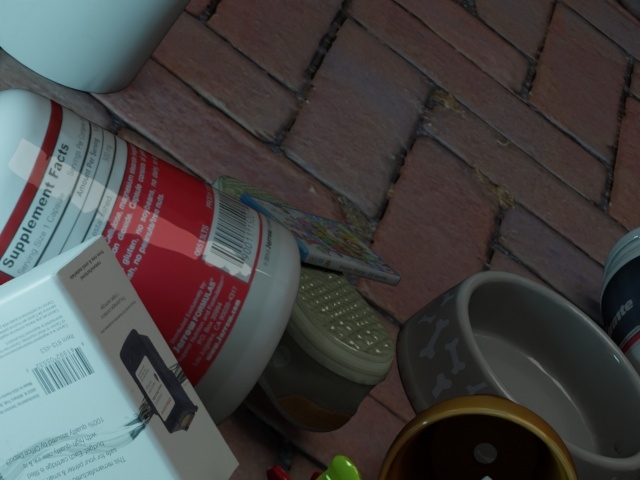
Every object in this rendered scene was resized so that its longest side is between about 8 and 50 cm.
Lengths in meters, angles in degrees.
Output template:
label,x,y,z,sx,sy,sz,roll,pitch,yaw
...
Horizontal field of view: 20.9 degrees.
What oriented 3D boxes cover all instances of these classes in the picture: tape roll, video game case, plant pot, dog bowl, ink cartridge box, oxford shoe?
label,x,y,z,sx,sy,sz,roll,pitch,yaw
tape roll,-0.281,-0.320,2.080,0.246,0.169,0.246,29,32,-20
video game case,0.000,0.000,1.898,0.166,0.015,0.119,15,21,-47
plant pot,0.168,0.246,1.818,0.205,0.205,0.188,39,14,-1
dog bowl,0.260,0.180,2.090,0.349,0.102,0.348,28,31,-19
ink cartridge box,-0.206,0.143,1.459,0.237,0.172,0.100,60,26,-9
oxford shoe,-0.048,0.058,1.891,0.169,0.130,0.449,19,20,-26

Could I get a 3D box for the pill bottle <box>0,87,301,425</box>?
label,x,y,z,sx,sy,sz,roll,pitch,yaw
pill bottle,-0.242,0.002,1.623,0.408,0.229,0.229,28,31,-19

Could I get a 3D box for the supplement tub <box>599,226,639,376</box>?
label,x,y,z,sx,sy,sz,roll,pitch,yaw
supplement tub,0.478,0.118,2.334,0.191,0.191,0.272,30,31,-18

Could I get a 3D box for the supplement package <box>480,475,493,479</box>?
label,x,y,z,sx,sy,sz,roll,pitch,yaw
supplement package,0.196,0.404,1.630,0.293,0.177,0.175,39,29,0

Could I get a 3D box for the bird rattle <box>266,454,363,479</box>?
label,x,y,z,sx,sy,sz,roll,pitch,yaw
bird rattle,-0.026,0.293,1.553,0.143,0.253,0.207,5,74,-6
